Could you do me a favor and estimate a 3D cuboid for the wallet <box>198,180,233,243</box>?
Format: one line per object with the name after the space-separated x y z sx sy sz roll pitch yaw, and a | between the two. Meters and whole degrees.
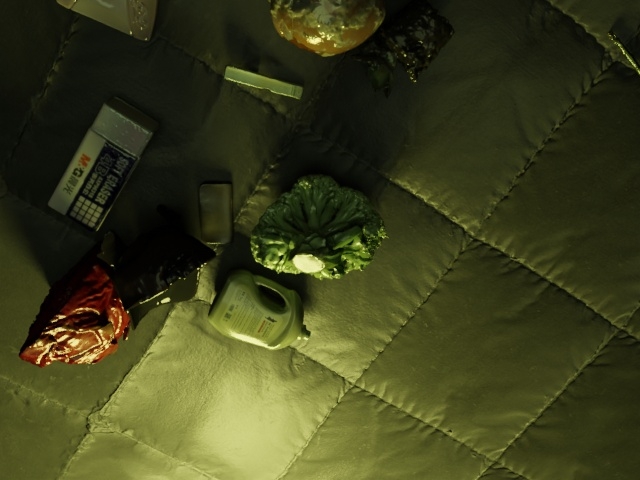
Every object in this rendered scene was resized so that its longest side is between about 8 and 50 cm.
-0.247 -0.065 1.662 0.082 0.018 0.157 0 114 -1 | wallet

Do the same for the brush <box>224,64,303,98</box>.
-0.125 -0.348 1.534 0.178 0.030 0.033 12 107 -17 | brush

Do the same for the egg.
0.013 -0.464 1.393 0.233 0.195 0.195 5 114 -11 | egg

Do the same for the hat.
-0.397 0.054 1.622 0.209 0.238 0.336 53 146 7 | hat

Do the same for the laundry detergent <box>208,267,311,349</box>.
-0.138 0.183 1.734 0.253 0.091 0.181 26 106 -11 | laundry detergent

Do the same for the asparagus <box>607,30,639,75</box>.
0.661 -0.405 1.514 0.127 0.018 0.015 44 147 -14 | asparagus

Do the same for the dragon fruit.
-0.588 0.188 1.647 0.240 0.330 0.302 -2 118 25 | dragon fruit

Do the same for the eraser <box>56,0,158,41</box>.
-0.412 -0.554 1.420 0.204 0.059 0.243 21 117 -9 | eraser

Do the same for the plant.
0.169 -0.400 1.453 0.142 0.131 0.203 37 111 -18 | plant

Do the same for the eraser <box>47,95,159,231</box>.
-0.488 -0.170 1.578 0.130 0.086 0.287 31 111 -12 | eraser

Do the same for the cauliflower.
0.000 0.000 1.567 0.272 0.250 0.275 34 114 -12 | cauliflower
